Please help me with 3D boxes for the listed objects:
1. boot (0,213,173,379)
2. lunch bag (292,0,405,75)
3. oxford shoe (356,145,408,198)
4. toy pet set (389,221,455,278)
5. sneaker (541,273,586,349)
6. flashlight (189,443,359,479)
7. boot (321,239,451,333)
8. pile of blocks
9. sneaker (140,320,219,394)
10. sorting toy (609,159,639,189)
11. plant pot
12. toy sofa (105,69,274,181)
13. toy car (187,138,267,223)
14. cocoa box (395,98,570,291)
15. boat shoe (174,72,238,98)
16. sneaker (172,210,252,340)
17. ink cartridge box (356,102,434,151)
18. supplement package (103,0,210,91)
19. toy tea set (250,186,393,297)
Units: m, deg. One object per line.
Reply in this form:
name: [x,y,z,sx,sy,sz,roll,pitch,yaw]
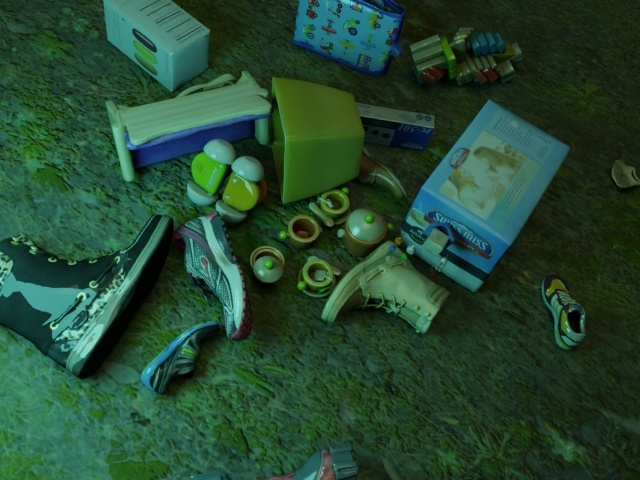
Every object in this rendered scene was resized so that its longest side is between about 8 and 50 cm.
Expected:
boot: [-0.492,0.058,1.344,0.284,0.138,0.378,24,64,4]
lunch bag: [0.090,-0.571,1.767,0.293,0.221,0.138,34,59,10]
oxford shoe: [0.126,-0.162,1.634,0.076,0.076,0.212,-46,71,-5]
toy pet set: [0.230,0.005,1.434,0.122,0.114,0.065,34,57,2]
sneaker: [0.562,0.150,1.513,0.069,0.084,0.186,-2,61,-12]
flashlight: [-0.084,0.443,1.215,0.303,0.103,0.103,-5,100,-9]
boot: [0.145,0.135,1.436,0.203,0.095,0.262,41,51,14]
pile of blocks: [0.420,-0.491,1.827,0.361,0.149,0.113,-9,62,-16]
sneaker: [-0.271,0.232,1.329,0.078,0.067,0.188,49,59,-6]
sorting toy: [0.825,-0.171,1.780,0.075,0.045,0.083,-6,61,-22]
plant pot: [-0.008,-0.234,1.535,0.187,0.212,0.212,-5,52,-10]
toy sofa: [-0.291,-0.253,1.531,0.362,0.150,0.177,-19,49,-21]
toy car: [-0.204,-0.141,1.520,0.181,0.159,0.136,31,24,8]
cocoa box: [0.374,-0.107,1.544,0.231,0.228,0.347,34,60,10]
boat shoe: [-0.280,-0.342,1.646,0.073,0.080,0.223,41,56,19]
sneaker: [-0.219,0.082,1.394,0.111,0.121,0.299,-19,58,-10]
ink cartridge box: [0.175,-0.287,1.689,0.206,0.097,0.046,8,59,-6]
supplement package: [-0.414,-0.522,1.691,0.244,0.139,0.134,39,59,13]
toy tea set: [0.000,0.000,1.471,0.200,0.124,0.336,41,61,13]
